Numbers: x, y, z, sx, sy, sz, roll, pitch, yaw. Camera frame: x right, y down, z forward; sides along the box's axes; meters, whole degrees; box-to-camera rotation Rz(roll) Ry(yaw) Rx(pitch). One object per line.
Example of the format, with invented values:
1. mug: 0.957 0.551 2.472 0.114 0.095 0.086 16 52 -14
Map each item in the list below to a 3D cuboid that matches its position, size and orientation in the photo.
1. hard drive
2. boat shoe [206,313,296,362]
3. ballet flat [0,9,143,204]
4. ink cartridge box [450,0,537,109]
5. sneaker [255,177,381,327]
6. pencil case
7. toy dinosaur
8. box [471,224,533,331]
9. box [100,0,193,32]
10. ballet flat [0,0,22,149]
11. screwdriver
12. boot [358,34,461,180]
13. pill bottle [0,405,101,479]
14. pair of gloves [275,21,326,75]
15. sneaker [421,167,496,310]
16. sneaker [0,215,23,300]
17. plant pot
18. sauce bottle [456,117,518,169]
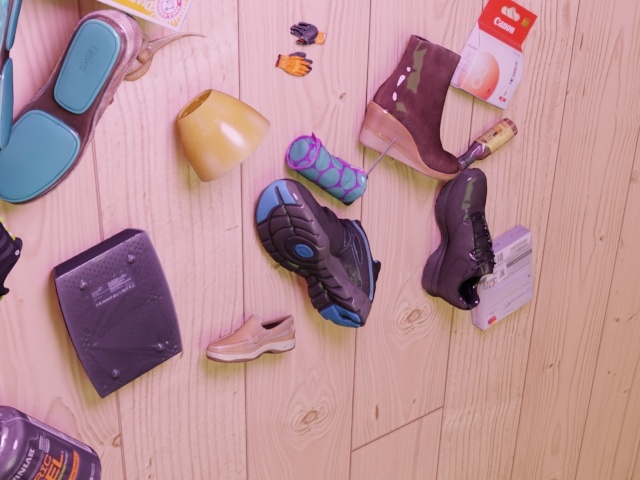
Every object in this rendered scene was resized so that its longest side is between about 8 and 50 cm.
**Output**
1. hard drive: -0.313 0.108 1.784 0.172 0.054 0.254 -31 133 -22
2. boat shoe: -0.119 0.161 1.989 0.190 0.068 0.072 -10 111 -48
3. ballet flat: -0.328 -0.175 1.541 0.316 0.107 0.106 -48 -175 24
4. ink cartridge box: 0.319 -0.334 2.057 0.145 0.045 0.179 16 108 -46
5. sneaker: 0.000 0.000 1.968 0.139 0.125 0.340 -64 141 -31
6. pencil case: 0.012 -0.119 1.913 0.070 0.064 0.152 -45 139 14
7. toy dinosaur: -0.254 -0.261 1.613 0.183 0.053 0.092 -39 151 -4
8. box: 0.371 0.077 2.371 0.145 0.038 0.186 -30 131 -23
9. box: -0.263 -0.358 1.483 0.203 0.114 0.103 15 105 -46
10. ballet flat: -0.425 -0.236 1.457 0.087 0.083 0.247 10 111 -5
11. screwdriver: 0.085 -0.120 1.963 0.024 0.025 0.170 32 123 -8
12. boot: 0.194 -0.222 1.984 0.248 0.090 0.206 19 105 -42
13. pill bottle: -0.456 0.330 1.749 0.130 0.130 0.246 -51 137 -3
14. pair of gloves: -0.029 -0.297 1.802 0.074 0.010 0.083 10 108 -44
15. sneaker: 0.281 0.001 2.176 0.109 0.130 0.286 -15 124 -32
16. sneaker: -0.455 -0.008 1.576 0.097 0.084 0.234 -14 134 -39
17. plant pot: -0.155 -0.166 1.707 0.134 0.134 0.095 -44 112 -10
18. sauce bottle: 0.306 -0.177 2.147 0.128 0.042 0.042 -38 135 -12
